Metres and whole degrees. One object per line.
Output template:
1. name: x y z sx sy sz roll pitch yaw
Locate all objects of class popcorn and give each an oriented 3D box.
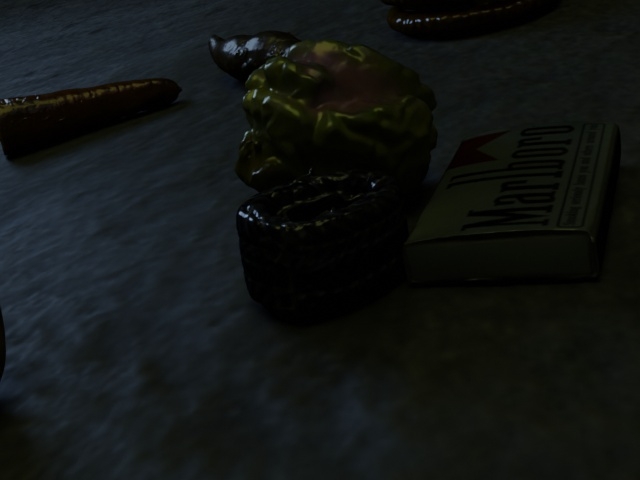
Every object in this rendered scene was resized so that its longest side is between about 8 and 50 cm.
1. popcorn: 0.014 -0.078 0.724 0.145 0.126 0.126 3 23 -41

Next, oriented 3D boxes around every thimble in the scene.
1. thimble: 0.001 -0.001 0.623 0.095 0.066 0.104 11 30 42

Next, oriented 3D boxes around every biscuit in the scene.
1. biscuit: 0.180 -0.302 1.214 0.221 0.066 0.220 -11 20 4

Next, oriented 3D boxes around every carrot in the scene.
1. carrot: -0.255 -0.148 1.123 0.210 0.061 0.061 -16 23 -18

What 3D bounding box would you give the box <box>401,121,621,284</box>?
1. box: 0.129 -0.028 0.649 0.115 0.035 0.177 -4 25 22

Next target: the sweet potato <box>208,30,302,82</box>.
1. sweet potato: -0.050 -0.200 1.110 0.067 0.067 0.274 -27 28 -29

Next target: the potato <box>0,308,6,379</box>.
1. potato: -0.240 0.063 0.565 0.112 0.112 0.147 -5 31 19
